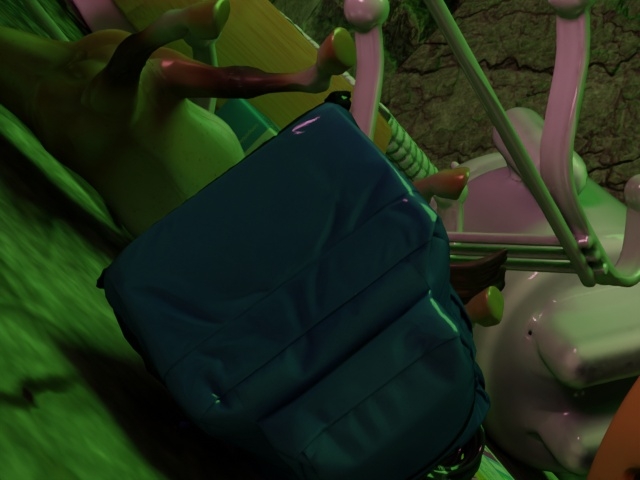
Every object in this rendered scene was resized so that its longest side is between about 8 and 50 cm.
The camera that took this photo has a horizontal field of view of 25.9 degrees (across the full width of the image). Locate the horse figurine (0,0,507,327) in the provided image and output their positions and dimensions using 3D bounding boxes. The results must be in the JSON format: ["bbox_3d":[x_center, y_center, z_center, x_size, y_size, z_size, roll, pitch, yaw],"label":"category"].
[{"bbox_3d":[-0.035,-0.027,0.537,0.174,0.066,0.263,-3,-33,41],"label":"horse figurine"}]

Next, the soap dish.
[{"bbox_3d":[-0.076,-0.149,1.118,0.229,0.118,0.291,42,5,-33],"label":"soap dish"}]

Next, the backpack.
[{"bbox_3d":[0.000,0.035,0.432,0.101,0.098,0.120,57,-3,22],"label":"backpack"}]

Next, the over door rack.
[{"bbox_3d":[-0.017,-0.092,0.601,0.239,0.108,0.324,1,-29,40],"label":"over door rack"}]

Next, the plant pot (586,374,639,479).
[{"bbox_3d":[0.281,0.161,0.779,0.203,0.291,0.291,29,-5,37],"label":"plant pot"}]

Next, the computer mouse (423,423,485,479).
[{"bbox_3d":[0.085,0.133,0.591,0.242,0.071,0.041,41,-30,-2],"label":"computer mouse"}]

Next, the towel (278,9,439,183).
[{"bbox_3d":[0.002,-0.117,1.516,0.284,0.121,0.235,47,4,34],"label":"towel"}]

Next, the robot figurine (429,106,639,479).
[{"bbox_3d":[0.178,0.050,1.112,0.353,0.199,0.300,-123,-152,-63],"label":"robot figurine"}]

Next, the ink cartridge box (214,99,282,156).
[{"bbox_3d":[0.000,0.000,0.866,0.180,0.060,0.104,47,5,23],"label":"ink cartridge box"}]

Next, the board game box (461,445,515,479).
[{"bbox_3d":[0.070,0.116,0.698,0.154,0.026,0.103,49,6,37],"label":"board game box"}]
